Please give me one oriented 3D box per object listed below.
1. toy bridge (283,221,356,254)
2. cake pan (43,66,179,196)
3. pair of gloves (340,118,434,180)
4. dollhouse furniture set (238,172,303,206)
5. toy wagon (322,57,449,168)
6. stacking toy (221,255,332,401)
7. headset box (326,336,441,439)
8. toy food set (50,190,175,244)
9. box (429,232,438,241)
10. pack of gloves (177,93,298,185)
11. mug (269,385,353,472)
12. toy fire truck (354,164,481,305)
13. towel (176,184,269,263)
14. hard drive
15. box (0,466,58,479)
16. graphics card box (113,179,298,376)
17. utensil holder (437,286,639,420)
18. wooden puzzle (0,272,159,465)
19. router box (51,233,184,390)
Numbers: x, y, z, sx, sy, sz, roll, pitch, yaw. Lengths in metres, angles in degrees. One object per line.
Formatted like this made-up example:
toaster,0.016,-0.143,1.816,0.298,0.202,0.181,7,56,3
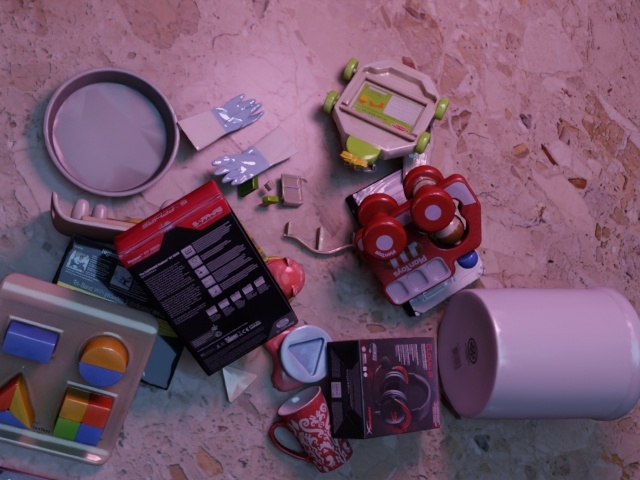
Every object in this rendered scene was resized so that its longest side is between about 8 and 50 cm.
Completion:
toy bridge,0.000,0.000,2.008,0.188,0.026,0.063,8,81,-19
cake pan,-0.462,-0.237,1.857,0.293,0.054,0.293,3,82,-20
pair of gloves,0.168,-0.249,2.058,0.240,0.042,0.204,11,66,-7
dollhouse furniture set,-0.114,-0.118,1.985,0.151,0.058,0.076,5,73,-39
toy wagon,0.141,-0.294,2.015,0.267,0.068,0.344,25,62,9
stacking toy,-0.120,0.204,1.881,0.279,0.130,0.309,-22,90,-22
headset box,0.159,0.334,1.933,0.293,0.110,0.218,5,78,-43
toy food set,-0.411,-0.048,1.761,0.306,0.220,0.092,10,80,-18
box,0.287,-0.034,2.032,0.054,0.059,0.169,-40,97,-19
pack of gloves,-0.195,-0.230,1.952,0.232,0.046,0.195,-32,82,-36
mug,-0.020,0.438,1.915,0.169,0.150,0.113,59,33,-9
toy fire truck,0.236,-0.009,1.930,0.302,0.169,0.254,-31,114,12
towel,-0.222,-0.021,1.891,0.102,0.021,0.237,-32,74,-22
hard drive,0.240,-0.011,2.079,0.237,0.064,0.339,-28,94,-21
box,-0.623,0.584,1.683,0.183,0.056,0.231,20,76,-16
graphics card box,-0.224,0.083,1.702,0.233,0.094,0.371,-32,125,-3
utensil holder,0.519,0.269,2.004,0.385,0.327,0.328,3,82,-19
wooden puzzle,-0.529,0.274,1.683,0.322,0.080,0.348,19,101,-15
router box,-0.433,0.157,1.798,0.309,0.081,0.243,24,76,-16
